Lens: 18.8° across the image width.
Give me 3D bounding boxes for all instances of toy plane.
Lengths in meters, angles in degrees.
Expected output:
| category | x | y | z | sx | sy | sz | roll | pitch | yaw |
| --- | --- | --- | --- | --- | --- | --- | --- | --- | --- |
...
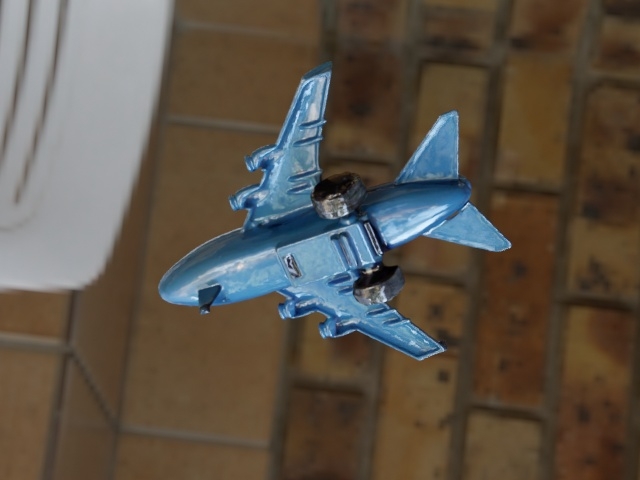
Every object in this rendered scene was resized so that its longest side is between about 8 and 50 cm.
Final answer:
| category | x | y | z | sx | sy | sz | roll | pitch | yaw |
| --- | --- | --- | --- | --- | --- | --- | --- | --- | --- |
| toy plane | 0.000 | 0.000 | 1.489 | 0.105 | 0.271 | 0.254 | -100 | 167 | -69 |
